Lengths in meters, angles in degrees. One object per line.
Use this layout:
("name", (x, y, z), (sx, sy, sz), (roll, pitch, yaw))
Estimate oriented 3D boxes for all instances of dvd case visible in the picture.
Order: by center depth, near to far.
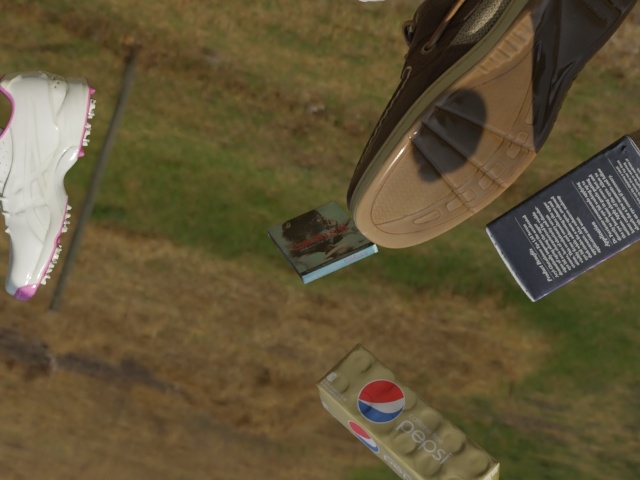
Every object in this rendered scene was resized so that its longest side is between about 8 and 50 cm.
("dvd case", (0.000, 0.000, 1.290), (0.119, 0.087, 0.013), (-128, 18, -56))

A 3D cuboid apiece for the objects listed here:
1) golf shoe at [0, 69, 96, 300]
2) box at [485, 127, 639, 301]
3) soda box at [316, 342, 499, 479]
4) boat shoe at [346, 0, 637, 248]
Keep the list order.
("golf shoe", (-0.390, -0.077, 1.563), (0.140, 0.306, 0.115), (13, 174, -19))
("box", (0.321, -0.036, 1.385), (0.207, 0.108, 0.153), (-36, 173, 32))
("soda box", (0.081, 0.181, 1.116), (0.181, 0.061, 0.058), (39, 160, 27))
("boat shoe", (0.130, -0.149, 0.973), (0.123, 0.342, 0.123), (31, -172, -39))
